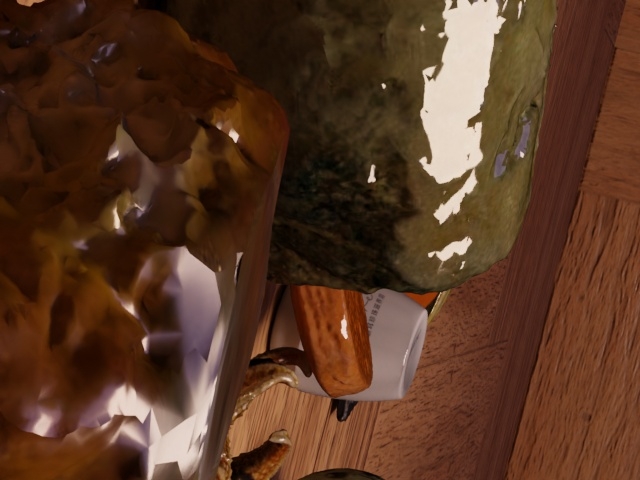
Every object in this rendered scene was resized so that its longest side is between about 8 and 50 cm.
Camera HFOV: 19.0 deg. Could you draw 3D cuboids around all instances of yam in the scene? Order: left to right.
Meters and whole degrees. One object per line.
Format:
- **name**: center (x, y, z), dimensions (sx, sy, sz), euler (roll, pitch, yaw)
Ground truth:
- **yam**: center (0.020, -0.130, 0.865), dimensions (0.195, 0.195, 0.300), euler (-57, 158, -56)

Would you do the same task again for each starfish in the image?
- **starfish**: center (-0.052, 0.129, 1.103), dimensions (0.146, 0.074, 0.190), euler (86, 17, -54)

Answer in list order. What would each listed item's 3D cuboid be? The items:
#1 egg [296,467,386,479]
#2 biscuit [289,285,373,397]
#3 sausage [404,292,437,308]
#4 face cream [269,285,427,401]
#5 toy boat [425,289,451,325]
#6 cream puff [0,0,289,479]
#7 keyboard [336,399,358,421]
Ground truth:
- **egg**: center (0.011, 0.251, 1.306), dimensions (0.228, 0.177, 0.177), euler (-81, 178, -56)
- **biscuit**: center (-0.001, 0.000, 1.163), dimensions (0.186, 0.036, 0.192), euler (20, 62, -84)
- **sausage**: center (0.049, -0.023, 1.366), dimensions (0.089, 0.089, 0.179), euler (-29, 123, -74)
- **face cream**: center (0.019, 0.065, 1.303), dimensions (0.091, 0.095, 0.091), euler (15, 90, -78)
- **toy boat**: center (0.091, -0.006, 1.638), dimensions (0.066, 0.065, 0.172), euler (12, 90, -59)
- **cream puff**: center (-0.095, 0.034, 0.609), dimensions (0.269, 0.155, 0.241), euler (25, 81, -80)
- **keyboard**: center (0.047, 0.023, 1.567), dimensions (0.087, 0.017, 0.250), euler (-43, 146, -70)
